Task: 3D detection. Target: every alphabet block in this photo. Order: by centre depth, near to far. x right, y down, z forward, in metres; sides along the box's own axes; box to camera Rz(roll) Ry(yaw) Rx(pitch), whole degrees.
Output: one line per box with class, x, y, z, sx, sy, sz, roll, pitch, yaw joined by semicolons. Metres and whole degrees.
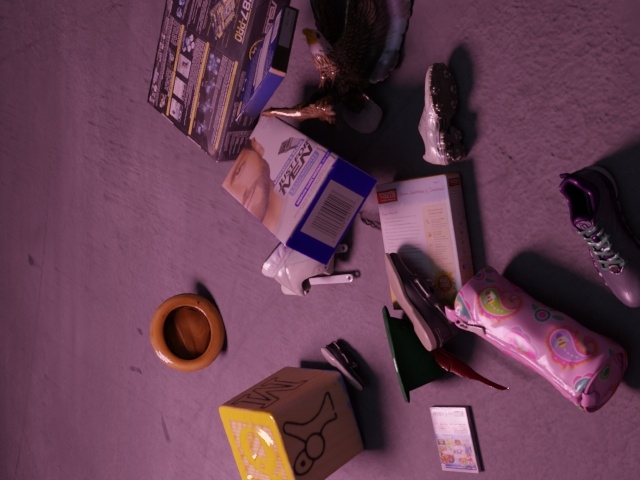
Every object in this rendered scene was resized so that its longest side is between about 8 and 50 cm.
alphabet block;-0.059;0.389;1.714;0.193;0.197;0.192;-7;103;49

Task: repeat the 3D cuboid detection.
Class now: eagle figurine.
eagle figurine;0.034;-0.357;1.521;0.226;0.225;0.298;17;79;3

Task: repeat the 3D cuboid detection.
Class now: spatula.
spatula;-0.016;0.030;1.750;0.242;0.019;0.168;-8;87;47

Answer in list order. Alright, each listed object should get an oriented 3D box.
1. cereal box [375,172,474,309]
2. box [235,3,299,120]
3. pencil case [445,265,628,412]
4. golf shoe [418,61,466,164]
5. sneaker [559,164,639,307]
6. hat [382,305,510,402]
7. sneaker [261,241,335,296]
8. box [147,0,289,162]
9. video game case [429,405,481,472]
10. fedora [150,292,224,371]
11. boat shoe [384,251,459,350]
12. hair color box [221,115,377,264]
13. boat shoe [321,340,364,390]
cereal box;0.190;0.005;1.495;0.173;0.047;0.240;-4;95;48
box;-0.101;-0.319;1.535;0.225;0.037;0.136;144;139;-62
pencil case;0.337;0.152;1.310;0.284;0.124;0.124;34;121;38
golf shoe;0.194;-0.216;1.434;0.086;0.069;0.176;0;97;53
sneaker;0.409;0.000;1.218;0.083;0.098;0.223;-32;74;46
hat;0.225;0.198;1.505;0.184;0.173;0.208;-15;72;8
sneaker;0.000;0.000;1.667;0.121;0.099;0.262;40;114;2
box;-0.242;-0.419;1.841;0.318;0.097;0.394;41;126;37
video game case;0.249;0.367;1.534;0.087;0.011;0.122;-12;89;47
fedora;-0.327;0.230;2.056;0.079;0.194;0.194;102;149;-79
boat shoe;0.175;0.099;1.460;0.075;0.065;0.206;81;166;-54
hair color box;-0.051;-0.109;1.577;0.185;0.110;0.339;-59;32;6
boat shoe;0.053;0.256;1.704;0.125;0.038;0.046;42;159;35
